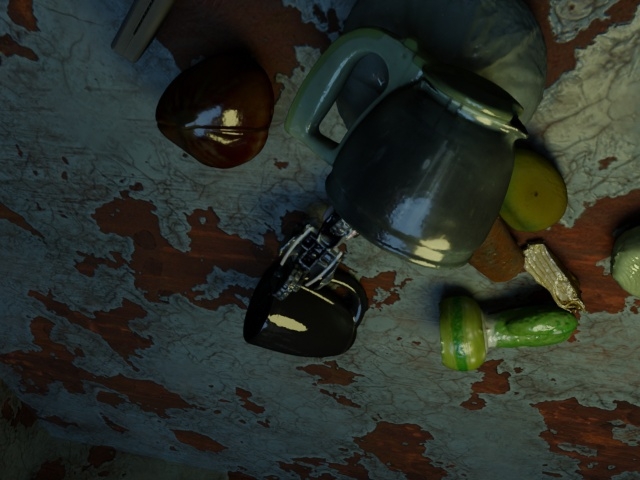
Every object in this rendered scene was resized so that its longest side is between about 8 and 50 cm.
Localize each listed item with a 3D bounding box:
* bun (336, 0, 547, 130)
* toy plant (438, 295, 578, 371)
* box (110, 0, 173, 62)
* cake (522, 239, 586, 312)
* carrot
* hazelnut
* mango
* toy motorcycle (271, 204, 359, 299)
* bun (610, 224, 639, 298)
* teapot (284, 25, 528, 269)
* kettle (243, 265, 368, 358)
[{"bbox_3d":[0.188,-0.259,0.887,0.362,0.211,0.362,8,132,9],"label":"bun"},{"bbox_3d":[0.450,0.221,1.313,0.316,0.184,0.224,-6,160,14],"label":"toy plant"},{"bbox_3d":[-0.286,-0.425,0.950,0.055,0.103,0.243,33,134,-22],"label":"box"},{"bbox_3d":[0.515,0.093,1.203,0.080,0.116,0.185,-29,124,32],"label":"cake"},{"bbox_3d":[0.321,-0.030,1.129,0.138,0.139,0.302,-25,122,35],"label":"carrot"},{"bbox_3d":[-0.194,-0.245,1.024,0.229,0.229,0.229,9,135,9],"label":"hazelnut"},{"bbox_3d":[0.391,-0.102,1.035,0.137,0.091,0.237,-48,126,3],"label":"mango"},{"bbox_3d":[0.000,0.000,1.252,0.143,0.188,0.327,39,118,-6],"label":"toy motorcycle"},{"bbox_3d":[0.686,0.039,1.083,0.195,0.118,0.195,27,155,14],"label":"bun"},{"bbox_3d":[0.135,-0.142,0.760,0.239,0.321,0.239,1,129,-39],"label":"teapot"},{"bbox_3d":[-0.020,0.190,1.423,0.290,0.207,0.268,23,114,-18],"label":"kettle"}]
